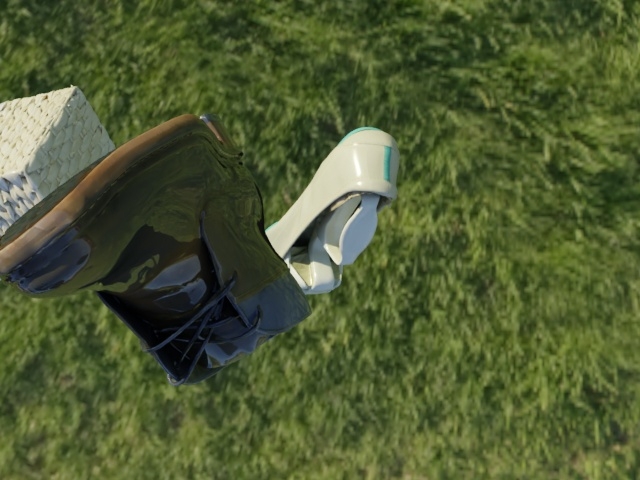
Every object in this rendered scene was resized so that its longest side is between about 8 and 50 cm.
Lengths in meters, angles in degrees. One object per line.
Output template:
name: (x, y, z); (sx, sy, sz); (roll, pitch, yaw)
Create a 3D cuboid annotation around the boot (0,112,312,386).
boot: (-0.052, 0.011, 0.456); (0.082, 0.219, 0.106); (-32, 94, 15)

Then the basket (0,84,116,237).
basket: (-0.274, -0.059, 1.091); (0.103, 0.167, 0.113); (-13, 124, 21)

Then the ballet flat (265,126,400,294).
ballet flat: (0.000, 0.000, 1.017); (0.086, 0.086, 0.248); (24, 138, -10)
